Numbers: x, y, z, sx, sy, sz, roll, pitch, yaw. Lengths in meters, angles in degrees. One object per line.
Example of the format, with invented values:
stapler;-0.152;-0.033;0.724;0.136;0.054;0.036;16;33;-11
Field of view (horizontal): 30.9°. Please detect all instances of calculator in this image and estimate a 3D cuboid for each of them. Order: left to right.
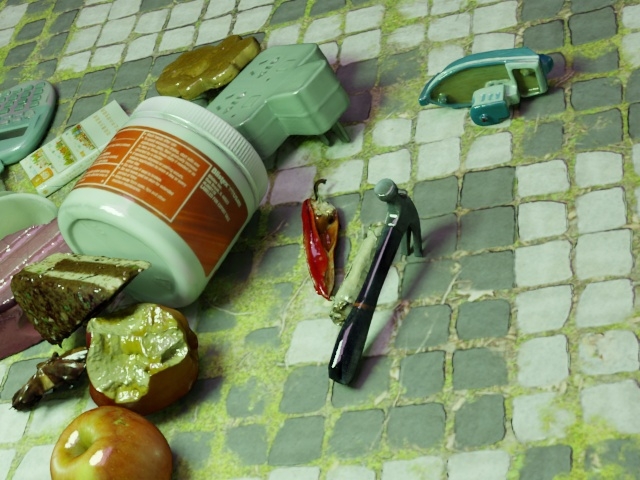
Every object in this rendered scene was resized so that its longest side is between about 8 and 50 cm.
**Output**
calculator;-0.626;-0.221;2.328;0.186;0.041;0.298;-10;44;20

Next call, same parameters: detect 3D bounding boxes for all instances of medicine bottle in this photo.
medicine bottle;-0.244;-0.056;1.806;0.253;0.252;0.240;10;56;35

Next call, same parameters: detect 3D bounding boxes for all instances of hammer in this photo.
hammer;0.075;0.070;1.631;0.037;0.137;0.289;8;67;34

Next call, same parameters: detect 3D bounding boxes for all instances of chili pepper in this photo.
chili pepper;0.000;0.000;1.777;0.050;0.059;0.268;-50;32;38

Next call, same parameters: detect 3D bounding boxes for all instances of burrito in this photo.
burrito;0.061;0.050;1.700;0.045;0.041;0.185;-18;36;49

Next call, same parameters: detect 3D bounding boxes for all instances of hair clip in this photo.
hair clip;-0.596;0.002;2.023;0.282;0.172;0.113;-31;32;-19

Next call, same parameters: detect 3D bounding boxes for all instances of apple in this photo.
apple;-0.279;0.306;1.567;0.163;0.139;0.163;-25;40;24
apple;-0.255;0.173;1.675;0.158;0.147;0.156;-3;48;-4

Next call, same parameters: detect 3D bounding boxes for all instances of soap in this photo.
soap;-0.488;0.067;1.922;0.289;0.112;0.182;-45;45;-16

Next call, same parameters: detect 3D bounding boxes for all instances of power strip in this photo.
power strip;-0.056;-0.224;1.986;0.261;0.141;0.229;7;51;51

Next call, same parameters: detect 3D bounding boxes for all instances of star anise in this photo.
star anise;-0.396;0.197;1.768;0.212;0.053;0.157;-33;9;28

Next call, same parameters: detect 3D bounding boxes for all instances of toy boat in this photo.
toy boat;0.260;-0.239;1.835;0.215;0.088;0.102;-5;51;22

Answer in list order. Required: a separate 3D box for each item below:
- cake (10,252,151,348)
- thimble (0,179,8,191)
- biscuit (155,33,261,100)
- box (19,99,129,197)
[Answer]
cake;-0.369;0.056;1.739;0.112;0.135;0.246;-42;2;-36
thimble;-0.638;-0.083;2.145;0.090;0.115;0.102;-26;45;5
biscuit;-0.218;-0.319;2.176;0.249;0.035;0.184;-3;40;44
box;-0.457;-0.175;2.200;0.220;0.032;0.122;-34;43;-7
